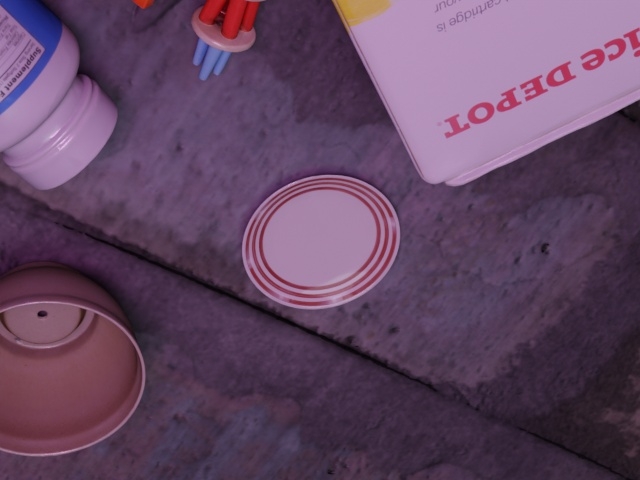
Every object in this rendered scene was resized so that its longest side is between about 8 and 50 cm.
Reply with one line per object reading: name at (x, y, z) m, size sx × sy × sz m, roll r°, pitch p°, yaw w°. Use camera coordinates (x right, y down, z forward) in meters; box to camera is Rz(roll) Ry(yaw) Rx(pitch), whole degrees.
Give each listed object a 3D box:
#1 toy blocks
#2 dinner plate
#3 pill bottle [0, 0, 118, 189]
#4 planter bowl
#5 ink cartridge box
toy blocks at (-0.098, -0.193, 1.035) m, size 0.123 × 0.054 × 0.148 m, roll 17°, pitch 132°, yaw -13°
dinner plate at (0.000, 0.000, 1.211) m, size 0.141 × 0.017 × 0.141 m, roll -7°, pitch 125°, yaw -10°
pill bottle at (-0.254, -0.139, 0.994) m, size 0.124 × 0.124 × 0.221 m, roll -36°, pitch 125°, yaw 12°
planter bowl at (-0.232, 0.085, 1.159) m, size 0.162 × 0.109 × 0.162 m, roll -6°, pitch 125°, yaw -8°
ink cartridge box at (0.114, -0.268, 0.967) m, size 0.279 × 0.160 × 0.385 m, roll -25°, pitch 125°, yaw 6°
